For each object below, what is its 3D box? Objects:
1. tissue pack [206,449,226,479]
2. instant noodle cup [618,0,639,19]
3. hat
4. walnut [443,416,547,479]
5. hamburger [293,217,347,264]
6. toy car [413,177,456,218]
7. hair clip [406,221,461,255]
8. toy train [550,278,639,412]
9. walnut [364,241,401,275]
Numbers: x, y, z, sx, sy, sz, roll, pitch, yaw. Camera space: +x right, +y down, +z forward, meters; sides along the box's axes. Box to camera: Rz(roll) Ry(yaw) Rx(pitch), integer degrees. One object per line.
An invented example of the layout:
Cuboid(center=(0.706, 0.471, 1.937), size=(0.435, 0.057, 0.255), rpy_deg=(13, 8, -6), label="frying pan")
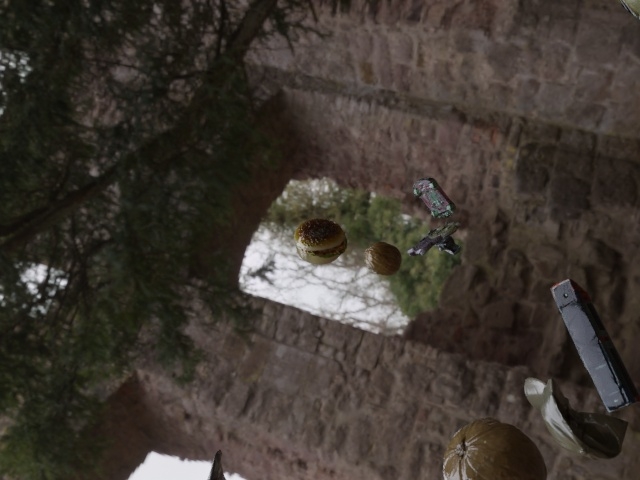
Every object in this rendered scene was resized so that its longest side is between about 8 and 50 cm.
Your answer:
Cuboid(center=(-0.164, 0.428, 1.022), size=(0.123, 0.026, 0.193), rpy_deg=(85, -171, -54), label="tissue pack")
Cuboid(center=(0.627, -0.511, 1.153), size=(0.178, 0.240, 0.240), rpy_deg=(-33, -35, -17), label="instant noodle cup")
Cuboid(center=(0.437, 0.335, 1.239), size=(0.144, 0.166, 0.173), rpy_deg=(-60, 3, -34), label="hat")
Cuboid(center=(0.389, 0.511, 1.517), size=(0.228, 0.228, 0.228), rpy_deg=(15, -90, -72), label="walnut")
Cuboid(center=(0.000, 0.000, 1.644), size=(0.141, 0.126, 0.081), rpy_deg=(-105, 9, -46), label="hamburger")
Cuboid(center=(0.314, -0.120, 1.860), size=(0.142, 0.069, 0.055), rpy_deg=(48, -133, -20), label="toy car")
Cuboid(center=(0.317, 0.000, 1.831), size=(0.146, 0.056, 0.187), rpy_deg=(-36, 15, -6), label="hair clip")
Cuboid(center=(0.826, 0.308, 2.050), size=(0.089, 0.409, 0.086), rpy_deg=(2, -32, -35), label="toy train")
Cuboid(center=(0.188, 0.057, 2.037), size=(0.124, 0.105, 0.105), rpy_deg=(28, -108, -26), label="walnut")
